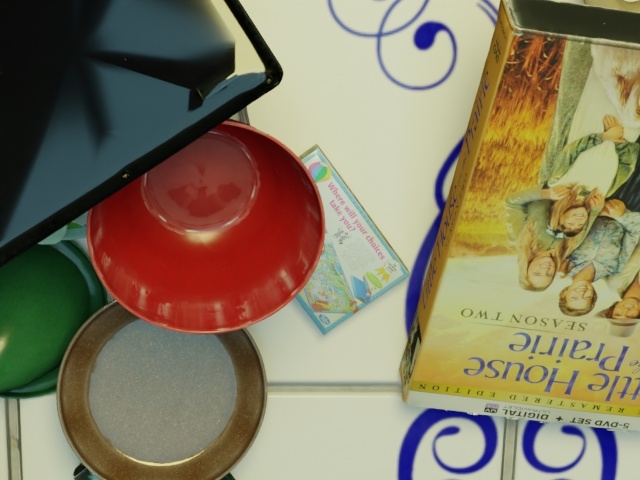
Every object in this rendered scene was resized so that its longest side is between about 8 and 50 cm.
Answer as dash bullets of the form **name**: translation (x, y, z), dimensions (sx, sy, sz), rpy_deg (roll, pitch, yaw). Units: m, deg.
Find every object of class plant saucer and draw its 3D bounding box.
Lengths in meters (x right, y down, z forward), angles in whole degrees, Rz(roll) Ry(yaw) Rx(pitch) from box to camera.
- **plant saucer**: translation (-0.151, 0.144, 1.137), dimensions (0.198, 0.036, 0.198), rpy_deg (0, 88, -9)

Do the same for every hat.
- **hat**: translation (-0.296, 0.101, 1.062), dimensions (0.173, 0.183, 0.208), rpy_deg (27, 102, -9)

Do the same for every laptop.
- **laptop**: translation (-0.286, -0.190, 0.923), dimensions (0.382, 0.236, 0.408), rpy_deg (-33, 93, 6)

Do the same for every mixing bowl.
- **mixing bowl**: translation (-0.093, -0.027, 0.937), dimensions (0.181, 0.098, 0.181), rpy_deg (-4, 118, -8)

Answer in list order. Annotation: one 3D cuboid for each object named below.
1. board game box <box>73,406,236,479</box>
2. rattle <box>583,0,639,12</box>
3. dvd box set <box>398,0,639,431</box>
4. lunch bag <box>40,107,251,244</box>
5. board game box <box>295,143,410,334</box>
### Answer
- **board game box**: translation (-0.144, 0.270, 1.197), dimensions (0.126, 0.026, 0.186), rpy_deg (-33, 104, 6)
- **rattle**: translation (0.287, -0.238, 1.089), dimensions (0.130, 0.143, 0.199), rpy_deg (-7, 141, -8)
- **dvd box set**: translation (0.258, 0.001, 1.042), dimensions (0.308, 0.062, 0.420), rpy_deg (8, 129, -6)
- **lunch bag**: translation (-0.200, -0.121, 1.021), dimensions (0.262, 0.160, 0.223), rpy_deg (-8, 115, 2)
- **board game box**: translation (0.000, 0.000, 1.133), dimensions (0.103, 0.026, 0.154), rpy_deg (-35, 104, 6)
